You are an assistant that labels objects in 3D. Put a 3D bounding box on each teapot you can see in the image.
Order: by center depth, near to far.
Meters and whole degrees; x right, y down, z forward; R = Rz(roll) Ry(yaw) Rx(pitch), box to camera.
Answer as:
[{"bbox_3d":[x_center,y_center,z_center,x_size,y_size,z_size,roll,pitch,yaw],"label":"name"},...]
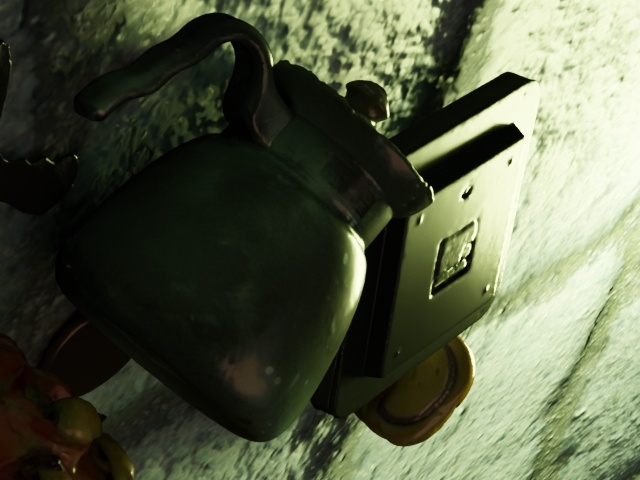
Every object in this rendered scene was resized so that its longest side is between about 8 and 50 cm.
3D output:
[{"bbox_3d":[-0.067,-0.038,1.490,0.285,0.305,0.223,-50,-163,-11],"label":"teapot"}]

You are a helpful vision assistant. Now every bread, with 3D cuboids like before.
[{"bbox_3d":[0.094,0.145,1.989,0.134,0.081,0.225,-56,-173,0],"label":"bread"}]

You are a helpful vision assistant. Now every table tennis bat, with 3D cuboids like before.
[{"bbox_3d":[-0.136,0.108,1.618,0.170,0.119,0.107,-33,151,-25],"label":"table tennis bat"}]

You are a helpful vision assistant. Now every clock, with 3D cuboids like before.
[{"bbox_3d":[0.102,0.006,1.756,0.279,0.049,0.273,-32,140,-43],"label":"clock"}]

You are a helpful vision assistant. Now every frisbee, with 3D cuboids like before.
[{"bbox_3d":[-0.234,-0.059,1.339,0.211,0.012,0.187,-29,144,-46],"label":"frisbee"}]

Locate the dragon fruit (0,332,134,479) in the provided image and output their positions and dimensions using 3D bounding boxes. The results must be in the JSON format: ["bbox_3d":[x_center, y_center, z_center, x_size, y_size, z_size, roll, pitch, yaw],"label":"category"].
[{"bbox_3d":[-0.253,0.207,1.385,0.263,0.296,0.314,-54,162,5],"label":"dragon fruit"}]
